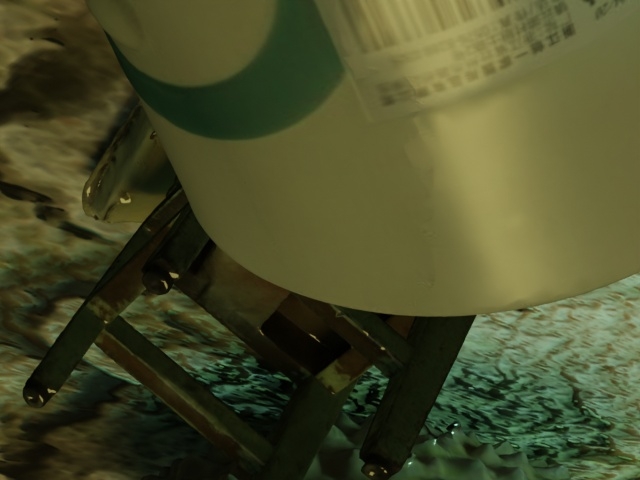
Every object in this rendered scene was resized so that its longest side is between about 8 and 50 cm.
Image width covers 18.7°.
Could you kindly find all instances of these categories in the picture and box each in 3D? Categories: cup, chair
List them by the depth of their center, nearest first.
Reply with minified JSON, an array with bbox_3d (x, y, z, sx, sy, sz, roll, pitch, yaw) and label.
[{"bbox_3d":[0.049,-0.147,0.599,0.289,0.219,0.258,-36,131,-14],"label":"cup"},{"bbox_3d":[0.000,0.000,0.914,0.147,0.270,0.136,41,137,-8],"label":"chair"}]

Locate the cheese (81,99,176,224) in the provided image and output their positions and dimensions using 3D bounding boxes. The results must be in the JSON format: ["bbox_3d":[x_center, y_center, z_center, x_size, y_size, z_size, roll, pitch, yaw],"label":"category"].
[{"bbox_3d":[-0.006,-0.109,0.846,0.085,0.034,0.400,8,149,-23],"label":"cheese"}]

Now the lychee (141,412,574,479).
[{"bbox_3d":[0.040,0.295,1.254,0.380,0.380,0.432,-26,129,32],"label":"lychee"}]
